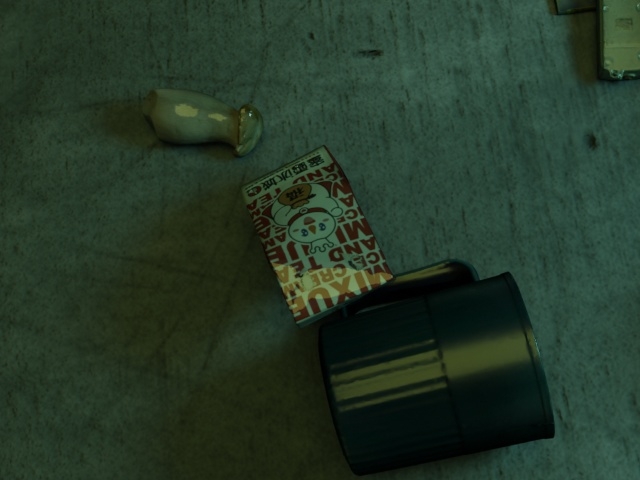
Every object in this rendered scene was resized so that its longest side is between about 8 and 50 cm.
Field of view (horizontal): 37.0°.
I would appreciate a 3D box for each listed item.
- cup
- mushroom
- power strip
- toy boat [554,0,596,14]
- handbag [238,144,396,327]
[{"bbox_3d":[0.153,0.168,1.378,0.292,0.242,0.308,-15,73,4],"label":"cup"},{"bbox_3d":[-0.204,-0.204,1.631,0.212,0.088,0.097,15,83,6],"label":"mushroom"},{"bbox_3d":[0.505,-0.393,1.608,0.078,0.052,0.272,1,78,6],"label":"power strip"},{"bbox_3d":[0.463,-0.427,1.658,0.115,0.016,0.063,-8,72,5],"label":"toy boat"},{"bbox_3d":[0.000,0.000,1.436,0.171,0.151,0.298,-26,35,-2],"label":"handbag"}]
